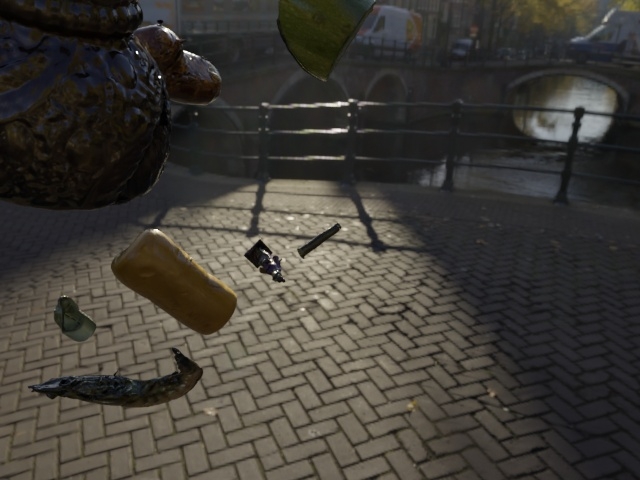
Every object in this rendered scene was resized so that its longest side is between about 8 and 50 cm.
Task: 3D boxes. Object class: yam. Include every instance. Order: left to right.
[{"bbox_3d":[0.000,0.000,1.397,0.129,0.033,0.027,-33,8,-15],"label":"yam"}]

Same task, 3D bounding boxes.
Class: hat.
[{"bbox_3d":[-0.886,0.282,1.997,0.166,0.122,0.081,34,-3,-11],"label":"hat"}]

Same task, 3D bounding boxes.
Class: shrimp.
[{"bbox_3d":[-0.316,0.217,0.901,0.261,0.198,0.051,17,43,-35],"label":"shrimp"}]

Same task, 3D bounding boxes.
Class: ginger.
[{"bbox_3d":[-0.467,-0.559,1.781,0.254,0.176,0.418,-19,-20,39],"label":"ginger"}]

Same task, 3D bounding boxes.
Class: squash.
[{"bbox_3d":[0.019,-0.400,0.987,0.184,0.192,0.085,32,-1,-43],"label":"squash"}]

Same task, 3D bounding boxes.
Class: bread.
[{"bbox_3d":[-0.315,0.104,1.236,0.142,0.305,0.091,-40,34,9],"label":"bread"}]

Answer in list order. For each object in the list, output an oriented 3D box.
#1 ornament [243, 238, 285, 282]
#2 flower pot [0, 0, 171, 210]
[{"bbox_3d":[-0.172,0.075,1.814,0.088,0.081,0.203,-45,33,-3],"label":"ornament"},{"bbox_3d":[-0.287,-0.210,0.607,0.266,0.267,0.267,15,29,-9],"label":"flower pot"}]
